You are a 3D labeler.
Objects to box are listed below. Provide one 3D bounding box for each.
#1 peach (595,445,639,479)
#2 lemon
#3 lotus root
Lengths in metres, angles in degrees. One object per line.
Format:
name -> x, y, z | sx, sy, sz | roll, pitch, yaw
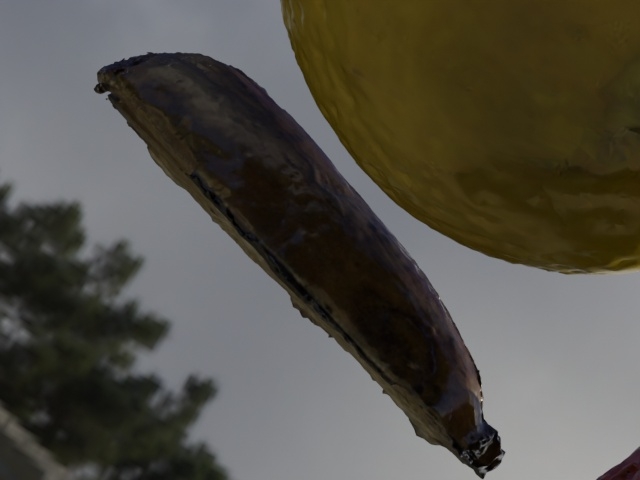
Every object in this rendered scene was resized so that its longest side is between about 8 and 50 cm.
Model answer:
peach -> 0.282, 0.259, 1.048 | 0.373, 0.372, 0.290 | -21, -17, 41
lemon -> 0.129, -0.143, 0.936 | 0.336, 0.336, 0.336 | 15, -43, 14
lotus root -> 0.001, 0.000, 1.134 | 0.329, 0.078, 0.167 | 46, -3, 16
